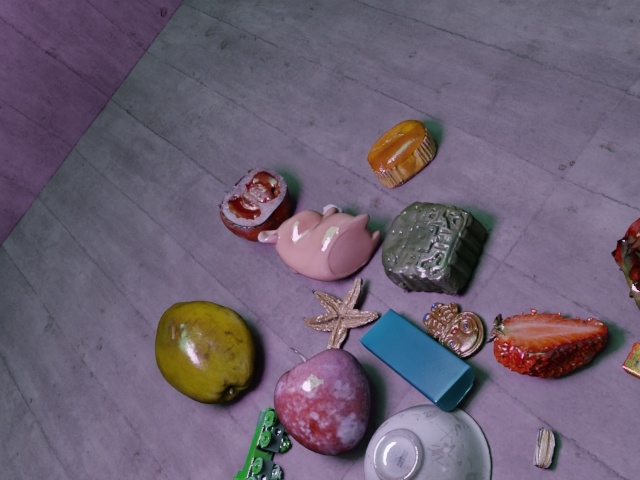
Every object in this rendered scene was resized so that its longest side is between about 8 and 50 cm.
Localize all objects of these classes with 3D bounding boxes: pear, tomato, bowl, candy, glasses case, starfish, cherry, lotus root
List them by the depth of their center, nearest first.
[{"bbox_3d":[0.666,0.256,1.571,0.122,0.038,0.062,27,83,44],"label":"candy"},{"bbox_3d":[0.460,0.427,1.636,0.037,0.030,0.083,11,73,9],"label":"lotus root"},{"bbox_3d":[0.196,0.484,1.728,0.313,0.146,0.313,-20,54,30],"label":"bowl"},{"bbox_3d":[0.226,0.278,1.865,0.117,0.070,0.301,-44,37,-8],"label":"glasses case"},{"bbox_3d":[0.006,0.369,1.901,0.285,0.213,0.236,57,132,20],"label":"cherry"},{"bbox_3d":[0.046,0.205,2.081,0.227,0.043,0.240,13,77,44],"label":"starfish"},{"bbox_3d":[-0.315,0.299,2.173,0.269,0.269,0.321,-47,59,5],"label":"pear"},{"bbox_3d":[-0.185,-0.086,2.355,0.180,0.155,0.214,34,67,29],"label":"tomato"}]

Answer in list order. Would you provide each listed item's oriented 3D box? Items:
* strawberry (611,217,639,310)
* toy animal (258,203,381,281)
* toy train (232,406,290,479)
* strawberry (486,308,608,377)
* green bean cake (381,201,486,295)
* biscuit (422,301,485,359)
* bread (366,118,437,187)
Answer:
[{"bbox_3d":[0.727,0.032,1.519,0.288,0.238,0.250,-30,29,7],"label":"strawberry"},{"bbox_3d":[-0.002,-0.002,2.142,0.256,0.195,0.213,21,71,46],"label":"toy animal"},{"bbox_3d":[-0.149,0.541,2.014,0.119,0.085,0.251,-14,52,50],"label":"toy train"},{"bbox_3d":[0.479,0.234,1.695,0.236,0.107,0.175,13,36,41],"label":"strawberry"},{"bbox_3d":[0.270,0.021,1.967,0.227,0.125,0.222,8,69,46],"label":"green bean cake"},{"bbox_3d":[0.312,0.211,1.882,0.124,0.026,0.175,-53,46,-1],"label":"biscuit"},{"bbox_3d":[0.218,-0.243,2.172,0.190,0.114,0.132,-37,45,8],"label":"bread"}]
